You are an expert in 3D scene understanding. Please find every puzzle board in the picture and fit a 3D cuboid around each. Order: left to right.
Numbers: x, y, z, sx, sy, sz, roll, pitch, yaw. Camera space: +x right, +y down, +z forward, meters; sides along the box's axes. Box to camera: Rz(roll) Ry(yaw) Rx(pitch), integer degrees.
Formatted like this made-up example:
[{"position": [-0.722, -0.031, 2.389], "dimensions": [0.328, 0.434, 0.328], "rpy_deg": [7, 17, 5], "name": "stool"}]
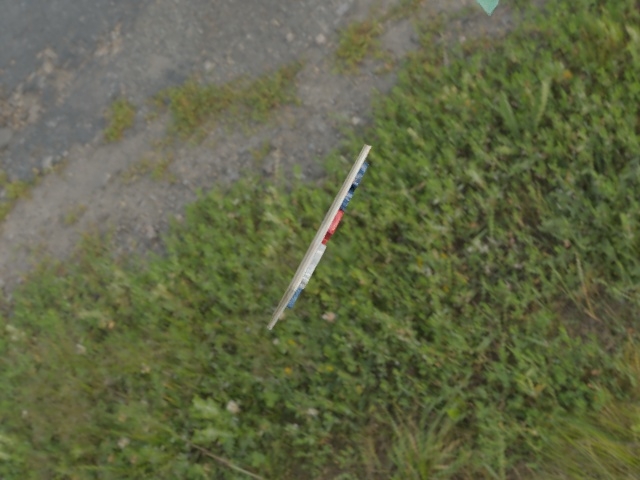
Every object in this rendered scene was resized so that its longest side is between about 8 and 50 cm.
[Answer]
[{"position": [0.000, 0.000, 0.731], "dimensions": [0.011, 0.096, 0.128], "rpy_deg": [28, 65, 0], "name": "puzzle board"}]

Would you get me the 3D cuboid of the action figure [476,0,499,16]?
[{"position": [0.081, -0.219, 0.390], "dimensions": [0.063, 0.232, 0.137], "rpy_deg": [-5, 62, 6], "name": "action figure"}]
